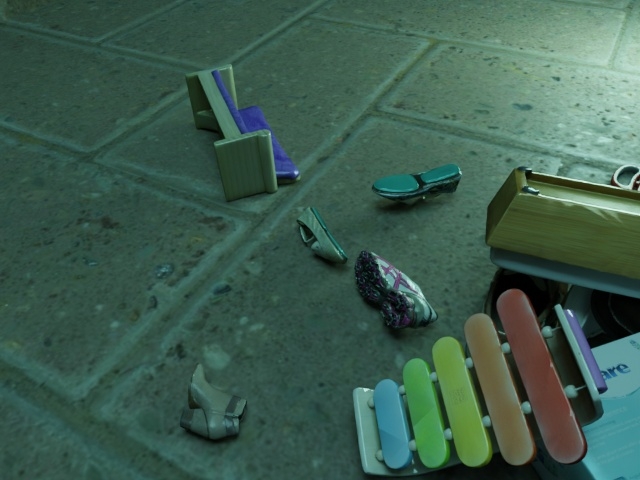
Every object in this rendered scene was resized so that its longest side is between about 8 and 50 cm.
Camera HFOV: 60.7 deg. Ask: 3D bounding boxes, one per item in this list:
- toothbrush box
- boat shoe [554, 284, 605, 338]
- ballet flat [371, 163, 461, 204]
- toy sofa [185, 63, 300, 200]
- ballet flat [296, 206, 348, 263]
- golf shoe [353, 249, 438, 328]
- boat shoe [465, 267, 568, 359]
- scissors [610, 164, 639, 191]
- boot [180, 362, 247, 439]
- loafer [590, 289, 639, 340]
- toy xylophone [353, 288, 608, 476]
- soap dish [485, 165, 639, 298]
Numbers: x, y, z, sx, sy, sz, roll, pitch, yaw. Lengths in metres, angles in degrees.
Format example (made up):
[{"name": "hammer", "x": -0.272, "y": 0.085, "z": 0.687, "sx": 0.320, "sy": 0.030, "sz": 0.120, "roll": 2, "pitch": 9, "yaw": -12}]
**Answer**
[{"name": "toothbrush box", "x": 0.398, "y": 0.274, "z": 0.648, "sx": 0.216, "sy": 0.126, "sz": 0.295, "roll": -15, "pitch": 44, "yaw": -12}, {"name": "boat shoe", "x": 0.448, "y": 0.097, "z": 0.862, "sx": 0.096, "sy": 0.098, "sz": 0.277, "roll": 27, "pitch": 49, "yaw": 30}, {"name": "ballet flat", "x": 0.199, "y": -0.105, "z": 1.125, "sx": 0.188, "sy": 0.070, "sz": 0.070, "roll": -10, "pitch": 43, "yaw": -3}, {"name": "toy sofa", "x": -0.183, "y": -0.263, "z": 1.252, "sx": 0.177, "sy": 0.150, "sz": 0.362, "roll": -16, "pitch": 44, "yaw": -13}, {"name": "ballet flat", "x": 0.000, "y": 0.000, "z": 1.037, "sx": 0.052, "sy": 0.057, "sz": 0.168, "roll": -37, "pitch": 42, "yaw": 4}, {"name": "golf shoe", "x": 0.123, "y": 0.084, "z": 0.928, "sx": 0.086, "sy": 0.067, "sz": 0.186, "roll": 7, "pitch": 31, "yaw": -34}, {"name": "boat shoe", "x": 0.332, "y": 0.079, "z": 0.873, "sx": 0.123, "sy": 0.116, "sz": 0.324, "roll": 18, "pitch": 46, "yaw": 21}, {"name": "scissors", "x": 0.609, "y": -0.069, "z": 1.099, "sx": 0.109, "sy": 0.021, "sz": 0.297, "roll": 31, "pitch": 53, "yaw": 29}, {"name": "boot", "x": -0.150, "y": 0.232, "z": 0.791, "sx": 0.087, "sy": 0.042, "sz": 0.118, "roll": 5, "pitch": 43, "yaw": -1}, {"name": "loafer", "x": 0.490, "y": 0.126, "z": 0.777, "sx": 0.220, "sy": 0.078, "sz": 0.080, "roll": 34, "pitch": 67, "yaw": -2}, {"name": "toy xylophone", "x": 0.192, "y": 0.218, "z": 0.654, "sx": 0.323, "sy": 0.081, "sz": 0.236, "roll": -38, "pitch": 44, "yaw": 23}, {"name": "soap dish", "x": 0.398, "y": -0.018, "z": 0.806, "sx": 0.291, "sy": 0.118, "sz": 0.229, "roll": 13, "pitch": 21, "yaw": 14}]
